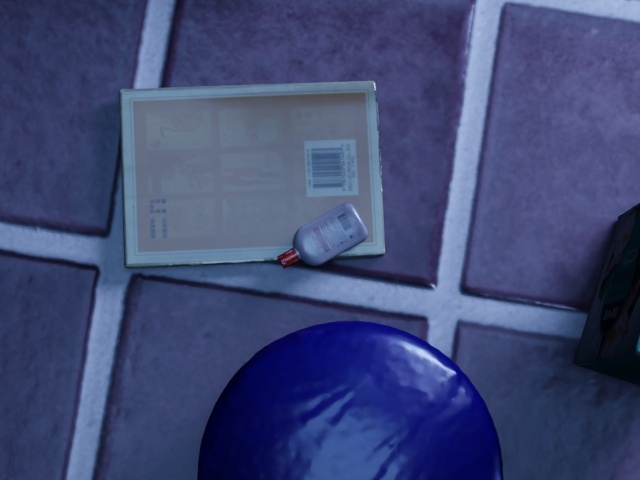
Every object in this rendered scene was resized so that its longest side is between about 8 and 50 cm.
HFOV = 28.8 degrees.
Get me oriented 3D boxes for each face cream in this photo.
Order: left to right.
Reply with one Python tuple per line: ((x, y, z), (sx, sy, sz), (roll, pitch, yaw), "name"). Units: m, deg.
((0.000, 0.000, 1.139), (0.083, 0.021, 0.040), (-28, 87, -6), "face cream")

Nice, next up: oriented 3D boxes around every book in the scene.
((-0.064, -0.062, 1.163), (0.242, 0.018, 0.170), (-2, 83, -3), "book")

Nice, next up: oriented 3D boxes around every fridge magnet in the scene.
((0.026, 0.202, 1.087), (0.266, 0.112, 0.265), (0, 83, -1), "fridge magnet")

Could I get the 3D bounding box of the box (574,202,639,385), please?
((0.298, 0.043, 1.046), (0.092, 0.245, 0.153), (19, 82, 4), "box")
